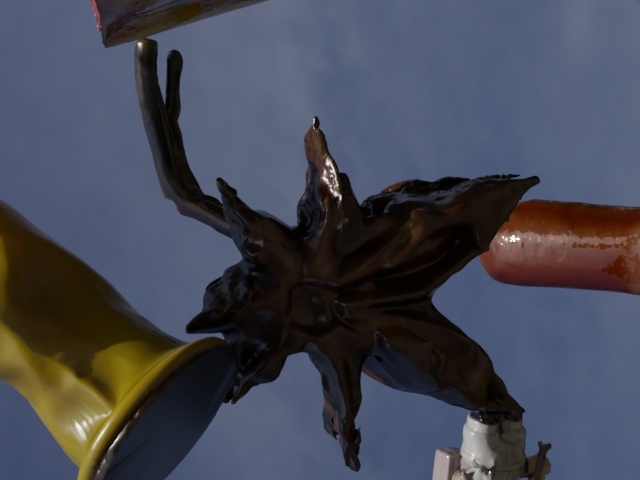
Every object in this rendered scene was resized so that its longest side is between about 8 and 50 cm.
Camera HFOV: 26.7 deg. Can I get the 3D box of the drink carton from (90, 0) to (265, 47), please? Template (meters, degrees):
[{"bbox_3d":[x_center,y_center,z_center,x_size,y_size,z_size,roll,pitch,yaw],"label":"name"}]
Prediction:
[{"bbox_3d":[-0.016,-0.172,0.685,0.223,0.096,0.071,-18,-96,-7],"label":"drink carton"}]

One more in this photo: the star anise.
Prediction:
[{"bbox_3d":[-0.002,-0.004,0.859,0.346,0.148,0.237,42,-99,8],"label":"star anise"}]

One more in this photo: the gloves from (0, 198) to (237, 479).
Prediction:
[{"bbox_3d":[-0.195,0.021,0.769,0.294,0.133,0.116,36,-112,15],"label":"gloves"}]

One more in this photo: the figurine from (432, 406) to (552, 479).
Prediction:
[{"bbox_3d":[0.134,0.251,1.175,0.137,0.112,0.229,-8,-70,-44],"label":"figurine"}]

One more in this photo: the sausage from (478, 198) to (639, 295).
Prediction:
[{"bbox_3d":[0.286,0.009,1.315,0.083,0.300,0.089,-11,-76,-54],"label":"sausage"}]
